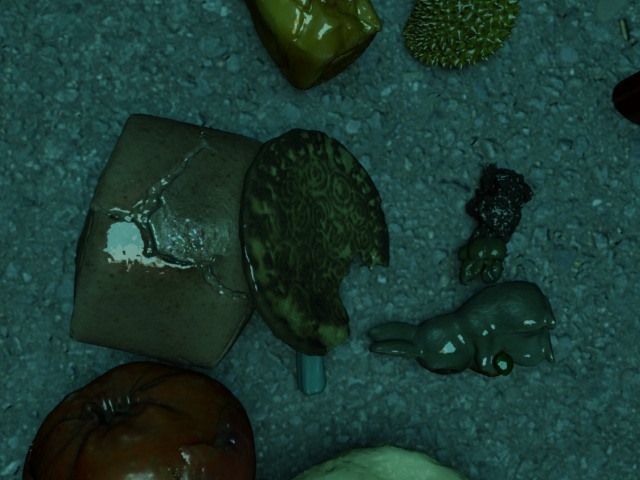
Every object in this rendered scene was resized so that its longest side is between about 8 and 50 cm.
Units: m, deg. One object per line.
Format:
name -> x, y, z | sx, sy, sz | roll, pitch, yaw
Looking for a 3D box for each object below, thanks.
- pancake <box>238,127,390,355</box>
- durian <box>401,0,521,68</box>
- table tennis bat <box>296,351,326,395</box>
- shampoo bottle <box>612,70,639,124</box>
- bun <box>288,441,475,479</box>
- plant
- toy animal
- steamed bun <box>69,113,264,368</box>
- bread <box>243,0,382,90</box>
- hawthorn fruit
pancake -> 0.000, 0.000, 1.026 | 0.033, 0.286, 0.288 | -12, 71, 35
durian -> 0.203, -0.333, 1.128 | 0.147, 0.102, 0.208 | 17, 81, 2
table tennis bat -> -0.019, 0.085, 1.069 | 0.038, 0.149, 0.237 | 3, 106, 23
shampoo bottle -> 0.473, -0.203, 1.062 | 0.102, 0.260, 0.064 | 22, 83, -5
bun -> 0.055, 0.397, 0.991 | 0.349, 0.227, 0.352 | 32, 99, -18
plant -> 0.230, -0.018, 1.122 | 0.085, 0.087, 0.174 | 13, 79, 25
toy animal -> 0.190, 0.126, 1.105 | 0.236, 0.138, 0.108 | -12, 130, 15
steamed bun -> -0.174, -0.004, 1.015 | 0.252, 0.199, 0.301 | 14, 84, -5
bread -> -0.044, -0.348, 1.068 | 0.132, 0.167, 0.294 | -28, 89, -7
hawthorn fruit -> -0.198, 0.307, 0.973 | 0.276, 0.276, 0.307 | -9, 106, -6
